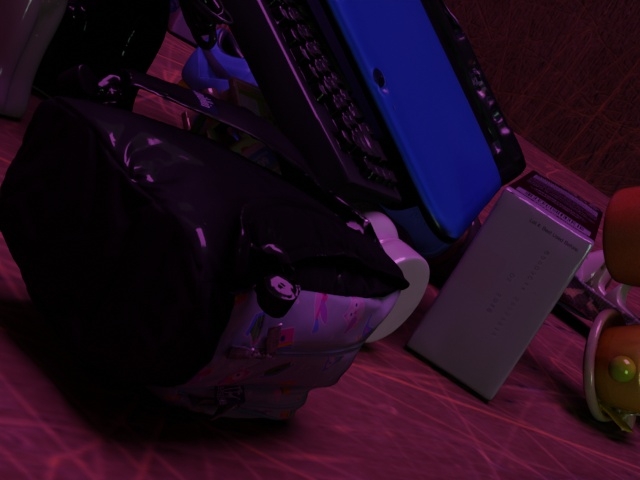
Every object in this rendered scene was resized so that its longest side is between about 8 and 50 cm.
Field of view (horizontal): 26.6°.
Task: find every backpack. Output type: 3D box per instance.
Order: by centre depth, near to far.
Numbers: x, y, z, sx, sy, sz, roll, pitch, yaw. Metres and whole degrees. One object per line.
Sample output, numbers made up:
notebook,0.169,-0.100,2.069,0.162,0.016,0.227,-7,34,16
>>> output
backpack,-0.048,0.012,0.619,0.182,0.115,0.152,15,32,-56

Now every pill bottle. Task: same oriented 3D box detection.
pill bottle,0.000,0.000,0.864,0.137,0.078,0.078,40,14,32

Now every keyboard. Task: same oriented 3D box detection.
keyboard,-0.051,-0.166,0.819,0.317,0.033,0.201,63,22,14

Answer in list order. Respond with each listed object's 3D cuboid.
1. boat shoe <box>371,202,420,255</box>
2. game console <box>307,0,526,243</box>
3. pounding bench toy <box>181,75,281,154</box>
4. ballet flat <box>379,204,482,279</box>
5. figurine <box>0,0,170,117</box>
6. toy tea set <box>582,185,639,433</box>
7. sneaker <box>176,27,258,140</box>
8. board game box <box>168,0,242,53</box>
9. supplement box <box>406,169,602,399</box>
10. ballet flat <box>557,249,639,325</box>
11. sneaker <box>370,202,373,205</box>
boat shoe,0.037,-0.007,1.077,0.040,0.049,0.142,54,-3,-35
game console,0.011,-0.140,0.995,0.250,0.173,0.293,-14,-77,56
pounding bench toy,-0.077,-0.085,1.028,0.083,0.065,0.052,18,51,-48
ballet flat,0.057,-0.056,1.227,0.096,0.095,0.280,32,18,-52
figurine,-0.160,-0.189,0.906,0.092,0.209,0.215,35,13,18
toy tea set,0.326,0.066,1.098,0.124,0.200,0.336,2,-10,32
sneaker,-0.050,-0.122,1.221,0.209,0.082,0.069,42,14,34
board game box,-0.066,-0.261,1.757,0.318,0.066,0.318,27,14,-22
supplement box,0.142,0.023,0.998,0.073,0.130,0.239,33,11,8
ballet flat,0.283,0.060,1.320,0.077,0.079,0.221,16,19,-48
sneaker,-0.015,-0.070,1.081,0.162,0.063,0.073,45,-11,49
